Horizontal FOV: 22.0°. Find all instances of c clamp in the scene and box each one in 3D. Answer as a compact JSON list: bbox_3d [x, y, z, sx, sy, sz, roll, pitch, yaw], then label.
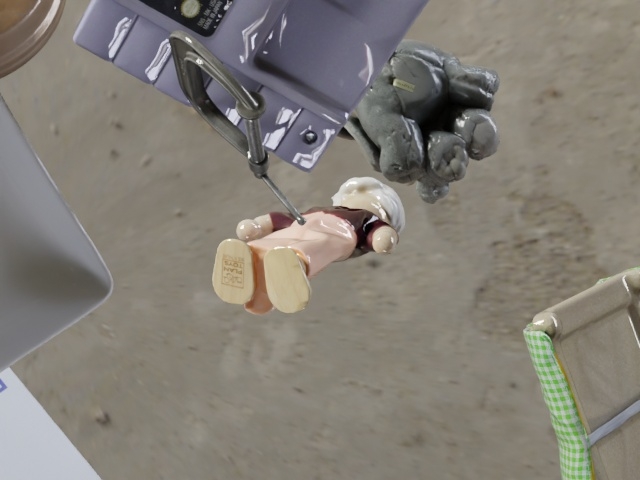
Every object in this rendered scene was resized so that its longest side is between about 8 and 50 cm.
[{"bbox_3d":[-0.061,-0.092,1.234,0.022,0.160,0.137,-41,69,-12],"label":"c clamp"}]

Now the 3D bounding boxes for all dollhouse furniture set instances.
[{"bbox_3d":[0.201,0.130,1.183,0.301,0.151,0.197,-18,88,-52],"label":"dollhouse furniture set"}]

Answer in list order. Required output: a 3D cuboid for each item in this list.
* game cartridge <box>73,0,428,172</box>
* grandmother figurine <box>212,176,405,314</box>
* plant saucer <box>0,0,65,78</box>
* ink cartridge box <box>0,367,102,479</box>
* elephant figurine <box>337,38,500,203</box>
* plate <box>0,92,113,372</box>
[{"bbox_3d":[-0.019,-0.234,1.227,0.230,0.068,0.355,26,125,-13],"label":"game cartridge"},{"bbox_3d":[0.000,0.000,1.943,0.208,0.342,0.104,17,111,24],"label":"grandmother figurine"},{"bbox_3d":[-0.360,-0.258,1.469,0.278,0.041,0.277,9,60,-16],"label":"plant saucer"},{"bbox_3d":[-0.303,0.298,1.384,0.330,0.071,0.324,49,50,3],"label":"ink cartridge box"},{"bbox_3d":[0.085,-0.129,1.784,0.169,0.239,0.186,-3,92,-14],"label":"elephant figurine"},{"bbox_3d":[-0.332,0.000,1.216,0.278,0.045,0.277,-36,111,-18],"label":"plate"}]
